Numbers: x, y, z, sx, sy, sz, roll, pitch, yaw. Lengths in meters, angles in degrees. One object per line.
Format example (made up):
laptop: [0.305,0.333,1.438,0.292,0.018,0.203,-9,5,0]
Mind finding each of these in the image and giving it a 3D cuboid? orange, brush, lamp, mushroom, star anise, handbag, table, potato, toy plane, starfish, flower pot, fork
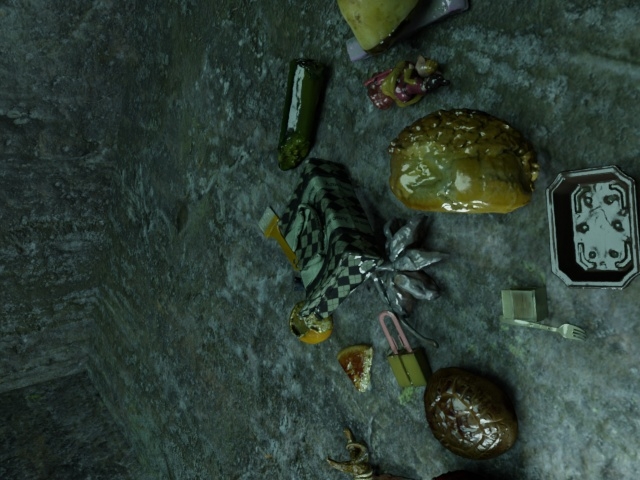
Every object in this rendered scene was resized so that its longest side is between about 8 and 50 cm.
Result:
orange: [-0.034,0.270,1.763,0.156,0.134,0.157,20,122,37]
brush: [0.229,0.303,1.515,0.103,0.047,0.234,-20,94,44]
lamp: [0.235,-0.424,1.402,0.253,0.118,0.119,-8,89,53]
mushroom: [0.372,0.441,1.356,0.253,0.153,0.253,22,120,42]
star anise: [0.229,0.081,1.456,0.359,0.139,0.316,41,132,39]
handbag: [0.000,0.000,1.584,0.317,0.180,0.416,-57,36,34]
table: [0.482,0.148,1.258,0.083,0.062,0.079,-3,93,46]
brush: [-0.141,0.003,1.923,0.272,0.013,0.103,54,130,26]
potato: [0.144,-0.646,1.334,0.285,0.242,0.242,-49,58,11]
toy plane: [-0.041,0.121,1.788,0.246,0.078,0.169,-34,44,47]
starfish: [0.093,0.708,1.712,0.146,0.074,0.190,-39,44,27]
flower pot: [0.583,-0.027,1.118,0.178,0.084,0.251,-4,92,47]
fork: [0.522,0.205,1.258,0.219,0.028,0.034,6,107,50]

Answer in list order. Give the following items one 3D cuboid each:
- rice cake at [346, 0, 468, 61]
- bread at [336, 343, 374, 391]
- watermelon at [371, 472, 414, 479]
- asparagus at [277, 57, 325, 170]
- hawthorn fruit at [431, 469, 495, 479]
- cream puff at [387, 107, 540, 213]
rice cake: [0.217,-0.577,1.438,0.399,0.064,0.070,-10,98,46]
bread: [0.106,0.386,1.687,0.136,0.054,0.155,16,101,42]
watermelon: [0.211,0.787,1.619,0.241,0.094,0.154,1,90,49]
asparagus: [-0.070,-0.397,1.734,0.128,0.108,0.382,30,118,38]
hawthorn fruit: [0.377,0.732,1.302,0.295,0.295,0.312,-33,72,43]
cream puff: [0.318,-0.179,1.201,0.343,0.326,0.231,-116,30,-82]
